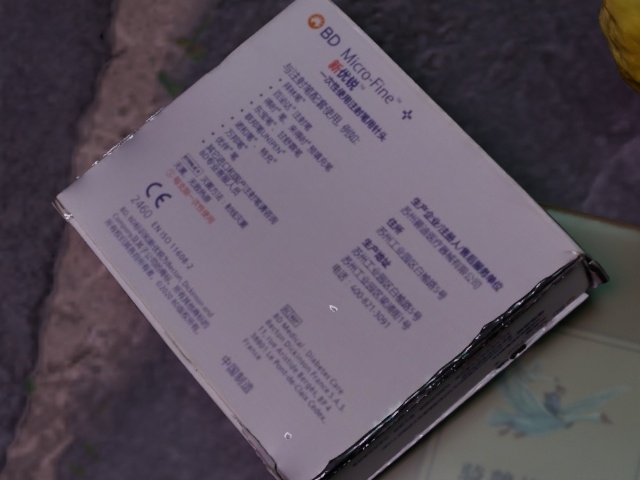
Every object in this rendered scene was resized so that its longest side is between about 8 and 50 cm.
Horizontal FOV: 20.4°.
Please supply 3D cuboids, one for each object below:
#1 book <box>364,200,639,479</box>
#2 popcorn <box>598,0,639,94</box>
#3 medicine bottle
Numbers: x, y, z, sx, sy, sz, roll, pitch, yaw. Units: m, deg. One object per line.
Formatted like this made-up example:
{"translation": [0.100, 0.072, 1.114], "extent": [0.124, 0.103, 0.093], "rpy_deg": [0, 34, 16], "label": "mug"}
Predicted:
{"translation": [0.088, 0.129, 0.784], "extent": [0.217, 0.021, 0.310], "rpy_deg": [14, 71, 11], "label": "book"}
{"translation": [0.215, -0.095, 0.761], "extent": [0.203, 0.200, 0.226], "rpy_deg": [35, 86, -5], "label": "popcorn"}
{"translation": [0.000, 0.000, 0.806], "extent": [0.171, 0.052, 0.201], "rpy_deg": [-41, 63, -5], "label": "medicine bottle"}
